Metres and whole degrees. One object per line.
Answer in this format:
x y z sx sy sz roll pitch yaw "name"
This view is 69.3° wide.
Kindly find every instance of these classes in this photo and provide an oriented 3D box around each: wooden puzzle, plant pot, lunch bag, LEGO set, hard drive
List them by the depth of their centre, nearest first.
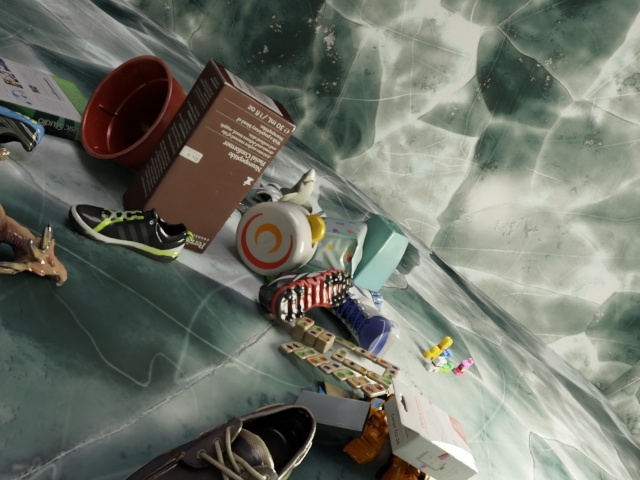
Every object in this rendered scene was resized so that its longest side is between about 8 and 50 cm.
0.017 0.314 0.842 0.135 0.022 0.094 5 11 15 "hard drive"
0.037 0.332 0.973 0.116 0.014 0.078 34 14 -18 "wooden puzzle"
-0.395 -0.265 1.166 0.272 0.272 0.265 50 5 31 "plant pot"
0.000 0.000 1.448 0.262 0.160 0.223 14 16 11 "lunch bag"
0.412 0.369 1.498 0.227 0.093 0.087 21 25 -45 "LEGO set"
0.179 0.036 1.614 0.165 0.234 0.165 19 26 -46 "plant pot"

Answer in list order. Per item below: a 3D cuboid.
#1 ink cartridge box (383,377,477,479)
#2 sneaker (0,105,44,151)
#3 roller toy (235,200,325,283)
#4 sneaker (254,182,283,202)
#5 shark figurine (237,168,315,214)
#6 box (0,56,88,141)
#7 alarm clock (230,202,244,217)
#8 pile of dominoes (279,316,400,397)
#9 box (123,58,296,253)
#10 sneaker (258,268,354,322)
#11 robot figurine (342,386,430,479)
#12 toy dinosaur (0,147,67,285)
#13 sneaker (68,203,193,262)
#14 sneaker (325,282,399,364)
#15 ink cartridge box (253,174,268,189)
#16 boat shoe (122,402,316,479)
0.186 0.352 0.850 0.198 0.067 0.115 39 20 -19 "ink cartridge box"
-0.638 -0.224 0.886 0.188 0.078 0.067 20 -7 -15 "sneaker"
-0.108 -0.010 1.212 0.191 0.209 0.146 37 16 13 "roller toy"
-0.127 -0.103 1.621 0.235 0.090 0.095 38 30 8 "sneaker"
-0.137 -0.133 1.502 0.116 0.278 0.166 61 -5 39 "shark figurine"
-0.694 -0.341 1.091 0.232 0.058 0.322 47 21 23 "box"
-0.318 -0.145 1.345 0.192 0.064 0.129 41 18 -2 "alarm clock"
0.053 0.250 1.032 0.251 0.040 0.196 24 12 16 "pile of dominoes"
-0.251 -0.170 1.016 0.191 0.381 0.143 23 26 -40 "box"
-0.036 0.118 1.131 0.135 0.098 0.276 14 18 42 "sneaker"
0.154 0.395 0.930 0.211 0.085 0.291 48 19 11 "robot figurine"
-0.483 -0.012 0.612 0.200 0.127 0.295 51 26 13 "toy dinosaur"
-0.369 -0.037 0.923 0.234 0.097 0.084 25 22 -39 "sneaker"
0.084 0.194 1.253 0.182 0.127 0.315 31 12 -14 "sneaker"
-0.263 -0.218 1.520 0.181 0.061 0.104 18 10 21 "ink cartridge box"
-0.123 0.283 0.578 0.132 0.130 0.355 45 18 17 "boat shoe"
